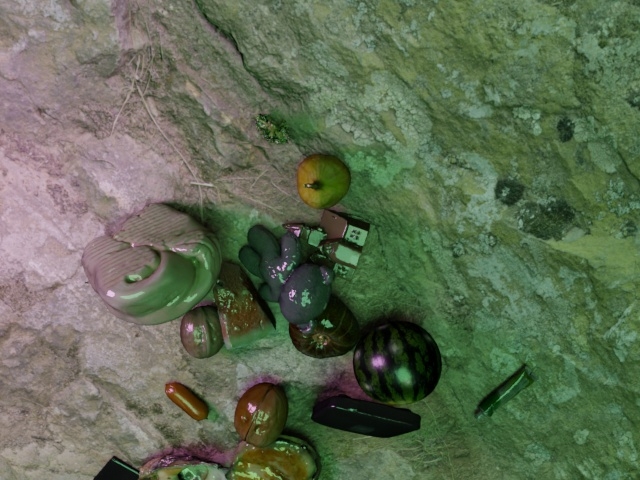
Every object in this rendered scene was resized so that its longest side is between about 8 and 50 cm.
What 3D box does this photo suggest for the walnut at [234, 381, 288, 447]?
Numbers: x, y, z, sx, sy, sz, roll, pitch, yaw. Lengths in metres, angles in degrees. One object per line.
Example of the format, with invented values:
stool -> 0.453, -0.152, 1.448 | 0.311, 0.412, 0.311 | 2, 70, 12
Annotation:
walnut -> -0.188, 0.554, 1.578 | 0.167, 0.167, 0.207 | 21, 102, -8

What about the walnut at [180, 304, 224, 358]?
walnut -> -0.355, 0.277, 1.507 | 0.140, 0.140, 0.162 | 2, 116, -3

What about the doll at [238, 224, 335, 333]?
doll -> -0.091, 0.090, 1.431 | 0.158, 0.340, 0.245 | -2, 124, -47

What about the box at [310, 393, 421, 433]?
box -> 0.134, 0.552, 1.550 | 0.290, 0.289, 0.073 | 15, 61, -7

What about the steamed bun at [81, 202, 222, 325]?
steamed bun -> -0.451, 0.085, 1.364 | 0.342, 0.368, 0.255 | -30, 134, -26

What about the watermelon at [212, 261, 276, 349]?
watermelon -> -0.237, 0.178, 1.456 | 0.140, 0.193, 0.256 | -20, 104, 3

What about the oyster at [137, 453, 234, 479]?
oyster -> -0.439, 0.780, 1.657 | 0.271, 0.100, 0.275 | 41, 106, -14

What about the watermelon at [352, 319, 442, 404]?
watermelon -> 0.231, 0.364, 1.488 | 0.269, 0.269, 0.268 | -1, 105, -2

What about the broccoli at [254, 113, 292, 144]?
broccoli -> -0.131, -0.313, 1.378 | 0.095, 0.092, 0.096 | -10, 75, -12

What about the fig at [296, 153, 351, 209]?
fig -> -0.005, -0.158, 1.345 | 0.159, 0.257, 0.159 | 2, 101, 12

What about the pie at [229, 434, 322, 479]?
pie -> -0.151, 0.794, 1.690 | 0.339, 0.077, 0.339 | -1, 109, -2

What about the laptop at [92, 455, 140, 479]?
laptop -> -0.669, 0.837, 1.707 | 0.197, 0.016, 0.135 | 38, 102, -11

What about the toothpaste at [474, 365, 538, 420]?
toothpaste -> 0.618, 0.520, 1.665 | 0.248, 0.047, 0.078 | -43, 107, 6

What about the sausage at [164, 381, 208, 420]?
sausage -> -0.431, 0.525, 1.613 | 0.183, 0.054, 0.062 | 47, 70, -11

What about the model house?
model house -> 0.000, 0.000, 1.440 | 0.248, 0.176, 0.180 | 18, 104, 3

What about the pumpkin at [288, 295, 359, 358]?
pumpkin -> 0.004, 0.254, 1.513 | 0.219, 0.162, 0.219 | 7, 128, 9
